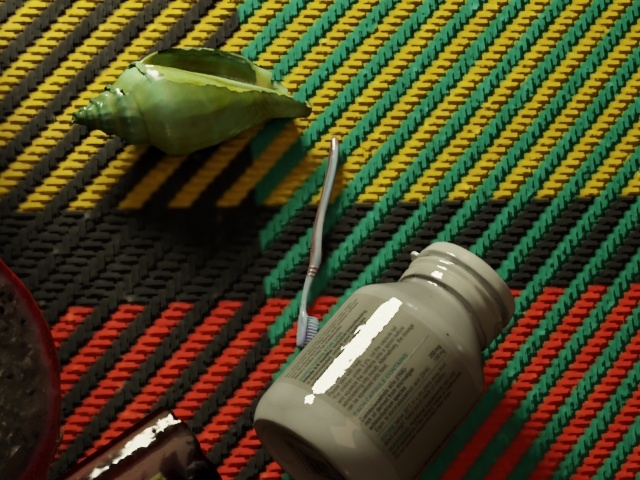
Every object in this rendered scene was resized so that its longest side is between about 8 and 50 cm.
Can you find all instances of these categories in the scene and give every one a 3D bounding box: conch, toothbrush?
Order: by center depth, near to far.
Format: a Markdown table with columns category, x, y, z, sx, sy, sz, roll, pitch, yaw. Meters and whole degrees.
| category | x | y | z | sx | sy | sz | roll | pitch | yaw |
| --- | --- | --- | --- | --- | --- | --- | --- | --- | --- |
| conch | -0.112 | -0.120 | 1.394 | 0.201 | 0.079 | 0.095 | -15 | 64 | -35 |
| toothbrush | 0.000 | 0.000 | 1.417 | 0.019 | 0.013 | 0.193 | 14 | 71 | -17 |

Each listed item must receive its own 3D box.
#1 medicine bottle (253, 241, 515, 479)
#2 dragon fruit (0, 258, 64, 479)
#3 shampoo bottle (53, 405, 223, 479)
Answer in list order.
| category | x | y | z | sx | sy | sz | roll | pitch | yaw |
| --- | --- | --- | --- | --- | --- | --- | --- | --- | --- |
| medicine bottle | 0.059 | 0.106 | 1.336 | 0.135 | 0.135 | 0.215 | 41 | 68 | 0 |
| dragon fruit | -0.360 | 0.104 | 1.190 | 0.305 | 0.226 | 0.305 | -3 | 95 | -39 |
| shampoo bottle | -0.217 | 0.262 | 1.238 | 0.323 | 0.084 | 0.129 | -33 | 116 | -21 |
